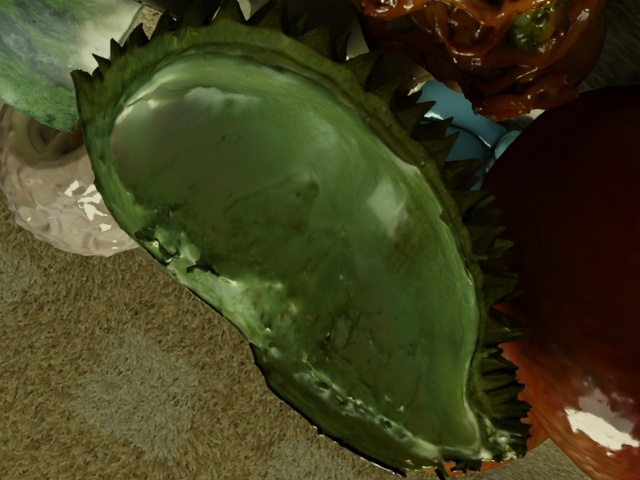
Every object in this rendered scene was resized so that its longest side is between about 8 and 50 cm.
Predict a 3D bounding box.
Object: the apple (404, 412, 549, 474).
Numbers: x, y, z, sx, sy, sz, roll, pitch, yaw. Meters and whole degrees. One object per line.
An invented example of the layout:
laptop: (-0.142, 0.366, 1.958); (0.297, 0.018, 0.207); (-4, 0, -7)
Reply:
apple: (0.133, 0.089, 1.283); (0.309, 0.278, 0.250); (16, 149, 5)

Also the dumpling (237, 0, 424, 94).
dumpling: (0.017, -0.159, 0.930); (0.199, 0.118, 0.136); (14, 153, 40)

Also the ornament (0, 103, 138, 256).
ornament: (-0.275, -0.103, 1.535); (0.259, 0.259, 0.225); (26, 167, 26)

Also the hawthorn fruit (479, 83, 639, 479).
hawthorn fruit: (0.238, 0.031, 0.844); (0.311, 0.295, 0.295); (53, 173, 17)

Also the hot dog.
hot dog: (0.085, -0.165, 0.697); (0.158, 0.117, 0.349); (1, 159, 12)

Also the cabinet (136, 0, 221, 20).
cabinet: (-0.116, -0.263, 0.788); (0.145, 0.150, 0.206); (25, 167, 8)

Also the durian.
durian: (-0.005, -0.015, 0.777); (0.394, 0.198, 0.163); (50, 172, 13)

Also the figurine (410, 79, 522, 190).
figurine: (0.123, -0.052, 1.105); (0.261, 0.154, 0.180); (16, 159, -5)

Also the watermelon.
watermelon: (-0.240, -0.273, 1.151); (0.213, 0.201, 0.261); (36, 124, -14)
